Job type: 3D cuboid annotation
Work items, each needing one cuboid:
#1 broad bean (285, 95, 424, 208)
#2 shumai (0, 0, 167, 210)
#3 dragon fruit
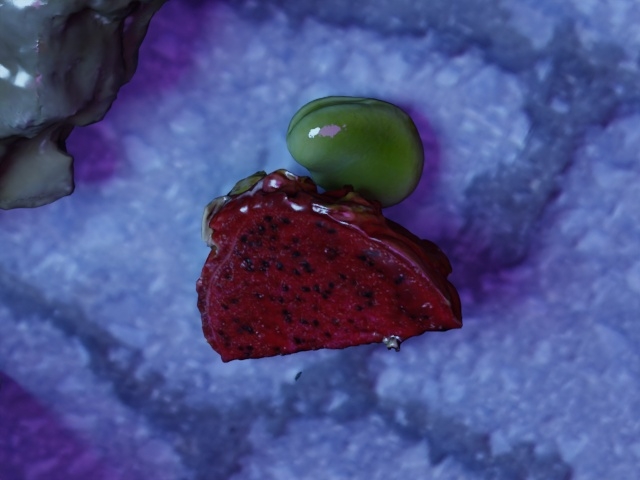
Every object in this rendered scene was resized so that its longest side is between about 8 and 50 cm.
[{"bbox_3d":[0.021,-0.051,0.818,0.083,0.045,0.063,26,106,-22],"label":"broad bean"},{"bbox_3d":[-0.186,-0.170,0.717,0.346,0.217,0.283,3,137,1],"label":"shumai"},{"bbox_3d":[0.000,0.000,0.795,0.162,0.083,0.106,-8,125,37],"label":"dragon fruit"}]
